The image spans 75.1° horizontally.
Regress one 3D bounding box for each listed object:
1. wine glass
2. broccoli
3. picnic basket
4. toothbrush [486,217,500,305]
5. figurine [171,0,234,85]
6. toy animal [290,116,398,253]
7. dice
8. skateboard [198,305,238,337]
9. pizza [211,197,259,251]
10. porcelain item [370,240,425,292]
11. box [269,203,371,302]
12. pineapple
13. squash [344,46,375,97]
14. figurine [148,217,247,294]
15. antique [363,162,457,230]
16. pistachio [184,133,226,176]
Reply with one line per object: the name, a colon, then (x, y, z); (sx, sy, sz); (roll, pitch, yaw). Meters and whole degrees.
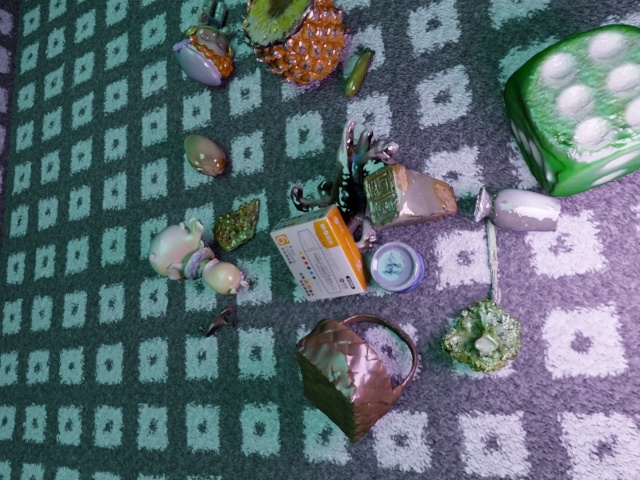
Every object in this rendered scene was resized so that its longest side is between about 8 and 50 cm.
wine glass: (0.516, -0.082, 1.105); (0.204, 0.111, 0.111); (9, 86, 17)
broccoli: (0.412, 0.250, 1.064); (0.219, 0.194, 0.194); (-22, 73, 16)
picnic basket: (0.114, 0.338, 1.182); (0.293, 0.337, 0.338); (34, 97, 33)
toothbrush: (0.480, 0.033, 1.160); (0.026, 0.028, 0.295); (-4, 75, 25)
figurine: (-0.450, -0.803, 1.705); (0.205, 0.224, 0.382); (-17, 48, 45)
toy animal: (0.125, -0.155, 1.275); (0.303, 0.194, 0.344); (49, 115, 20)
dice: (0.626, -0.291, 0.986); (0.286, 0.300, 0.298); (-20, 72, 20)
skateboard: (-0.365, 0.302, 1.520); (0.151, 0.067, 0.080); (-43, 75, 10)
pizza: (-0.310, -0.057, 1.543); (0.226, 0.069, 0.147); (-29, 68, 20)
porcelain item: (0.229, 0.081, 1.224); (0.147, 0.114, 0.147); (-6, 77, 26)
box: (0.001, 0.044, 1.269); (0.220, 0.091, 0.274); (-16, 112, 33)
pineapple: (-0.071, -0.709, 1.398); (0.351, 0.300, 0.353); (-4, 81, 26)
squash: (0.133, -0.572, 1.418); (0.052, 0.052, 0.184); (30, 92, 27)
figurine: (-0.436, 0.064, 1.510); (0.394, 0.226, 0.275); (30, 122, 18)
antique: (0.260, -0.109, 1.148); (0.125, 0.283, 0.150); (-20, 73, 48)
pistachio: (-0.450, -0.334, 1.625); (0.144, 0.144, 0.215); (-48, 59, 12)
